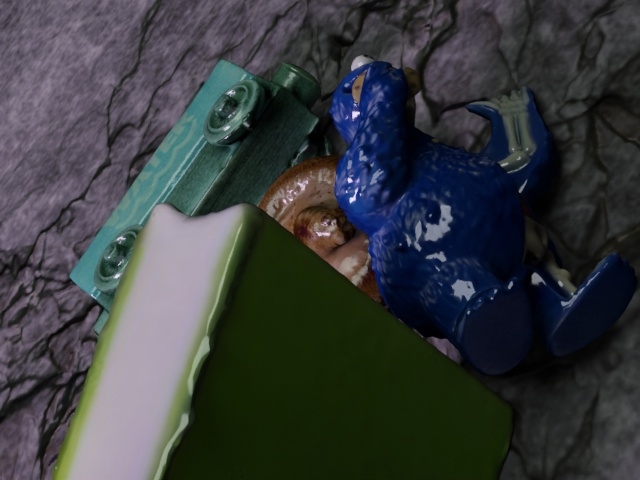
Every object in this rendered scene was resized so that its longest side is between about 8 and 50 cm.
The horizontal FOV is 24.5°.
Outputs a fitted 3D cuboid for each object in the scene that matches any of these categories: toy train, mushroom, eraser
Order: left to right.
[{"bbox_3d":[-0.097,-0.031,1.104,0.248,0.101,0.159,-55,30,-4],"label":"toy train"},{"bbox_3d":[-0.016,0.129,0.798,0.092,0.274,0.210,5,68,40],"label":"eraser"},{"bbox_3d":[0.007,0.002,0.999,0.109,0.085,0.126,-33,53,50],"label":"mushroom"}]

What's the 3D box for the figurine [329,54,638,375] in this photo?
[{"bbox_3d":[0.075,-0.018,0.918,0.120,0.164,0.262,-62,30,31],"label":"figurine"}]
